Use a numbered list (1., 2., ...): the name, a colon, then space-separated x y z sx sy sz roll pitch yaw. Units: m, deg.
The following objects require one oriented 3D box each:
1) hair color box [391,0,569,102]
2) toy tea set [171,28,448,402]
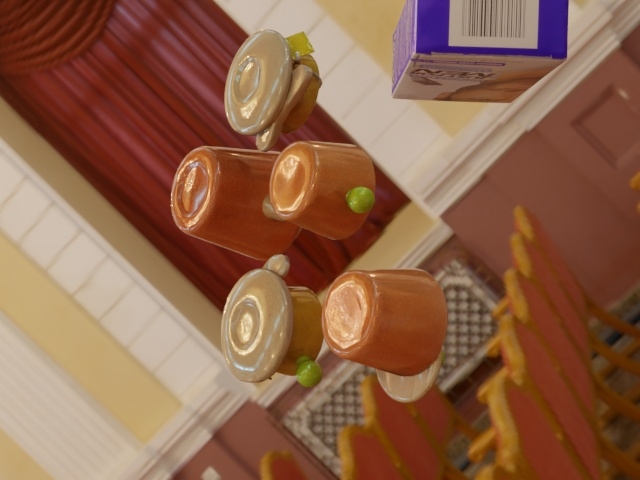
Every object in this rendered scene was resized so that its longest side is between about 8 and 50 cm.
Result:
1. hair color box: 0.198 -0.258 1.374 0.339 0.185 0.110 -89 1 -89
2. toy tea set: 0.000 0.000 0.812 0.124 0.336 0.200 11 -49 -38
